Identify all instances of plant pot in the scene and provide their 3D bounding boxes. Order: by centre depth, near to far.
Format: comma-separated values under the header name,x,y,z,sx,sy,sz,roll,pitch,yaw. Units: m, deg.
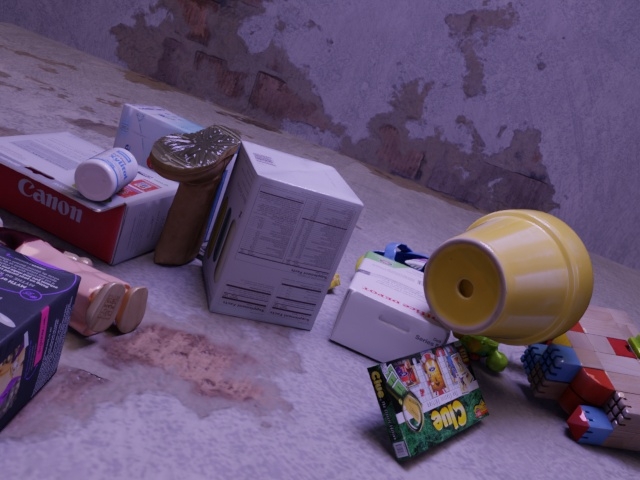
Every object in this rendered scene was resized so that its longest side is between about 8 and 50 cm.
name,x,y,z,sx,sy,sz,roll,pitch,yaw
plant pot,0.315,0.072,1.089,0.239,0.254,0.254,-4,29,-45

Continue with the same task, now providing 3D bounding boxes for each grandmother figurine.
name,x,y,z,sx,sy,sz,roll,pitch,yaw
grandmother figurine,-0.431,0.031,0.904,0.342,0.104,0.208,24,-11,19

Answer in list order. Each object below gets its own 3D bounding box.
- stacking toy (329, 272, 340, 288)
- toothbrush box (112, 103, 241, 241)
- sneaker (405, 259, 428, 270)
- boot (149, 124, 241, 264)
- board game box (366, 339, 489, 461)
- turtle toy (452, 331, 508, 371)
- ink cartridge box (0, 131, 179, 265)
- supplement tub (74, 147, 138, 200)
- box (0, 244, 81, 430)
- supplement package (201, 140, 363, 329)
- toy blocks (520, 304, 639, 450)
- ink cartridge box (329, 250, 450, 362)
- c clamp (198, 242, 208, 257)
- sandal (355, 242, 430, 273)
name,x,y,z,sx,sy,sz,roll,pitch,yaw
stacking toy,0.000,0.000,1.394,0.052,0.167,0.221,-12,15,2
toothbrush box,-0.324,-0.159,1.394,0.295,0.216,0.126,27,18,16
sneaker,0.309,0.096,1.562,0.282,0.102,0.161,23,11,-2
boot,-0.248,-0.061,1.102,0.089,0.270,0.236,35,29,13
board game box,0.175,0.238,0.949,0.259,0.030,0.136,-2,71,-51
turtle toy,0.337,0.218,1.267,0.095,0.066,0.130,-16,34,-23
ink cartridge box,-0.462,-0.085,1.150,0.309,0.130,0.272,25,19,13
supplement tub,-0.359,-0.113,1.029,0.071,0.071,0.107,20,22,-2
box,-0.383,0.114,0.603,0.165,0.143,0.270,21,17,-2
supplement package,-0.082,-0.010,1.126,0.198,0.263,0.199,14,21,-21
toy blocks,0.519,0.250,1.187,0.260,0.191,0.381,10,35,-11
ink cartridge box,0.147,0.137,1.207,0.198,0.115,0.273,23,17,6
c clamp,-0.190,0.031,1.295,0.160,0.022,0.137,2,25,-47
sandal,0.242,0.087,1.396,0.317,0.138,0.126,14,61,-4
